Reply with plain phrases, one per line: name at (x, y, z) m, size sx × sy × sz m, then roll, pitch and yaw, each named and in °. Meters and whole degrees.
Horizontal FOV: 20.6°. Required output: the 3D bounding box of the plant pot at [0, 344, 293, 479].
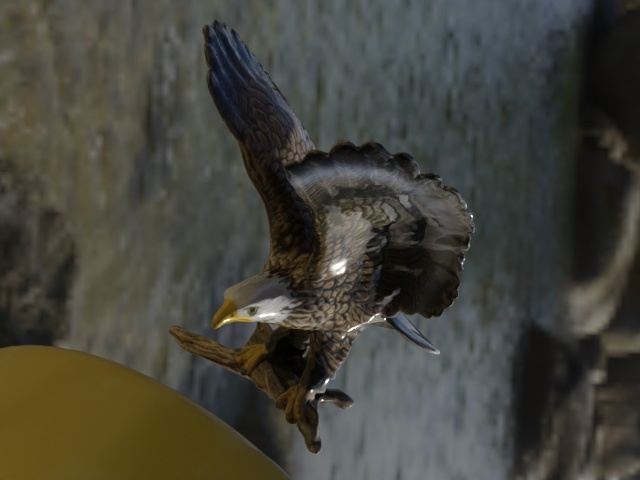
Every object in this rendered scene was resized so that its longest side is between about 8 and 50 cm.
plant pot at (-0.123, 0.205, 0.619) m, size 0.239 × 0.254 × 0.254 m, roll -43°, pitch 140°, yaw -39°

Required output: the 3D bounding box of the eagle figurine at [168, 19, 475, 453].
eagle figurine at (-0.004, 0.004, 1.335) m, size 0.225 × 0.226 × 0.298 m, roll -73°, pitch 176°, yaw -63°
